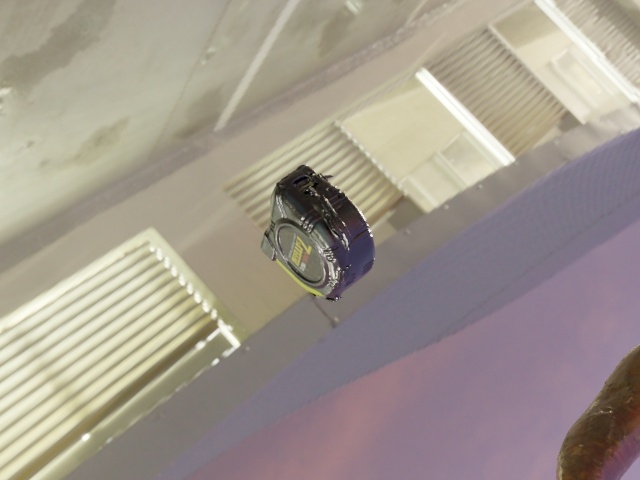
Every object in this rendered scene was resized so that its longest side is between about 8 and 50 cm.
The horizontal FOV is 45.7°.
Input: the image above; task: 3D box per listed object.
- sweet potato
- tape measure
[{"bbox_3d":[0.223,0.084,0.452,0.255,0.058,0.078,-28,-166,-16],"label":"sweet potato"},{"bbox_3d":[0.000,0.000,1.201,0.112,0.186,0.199,-32,157,-28],"label":"tape measure"}]
